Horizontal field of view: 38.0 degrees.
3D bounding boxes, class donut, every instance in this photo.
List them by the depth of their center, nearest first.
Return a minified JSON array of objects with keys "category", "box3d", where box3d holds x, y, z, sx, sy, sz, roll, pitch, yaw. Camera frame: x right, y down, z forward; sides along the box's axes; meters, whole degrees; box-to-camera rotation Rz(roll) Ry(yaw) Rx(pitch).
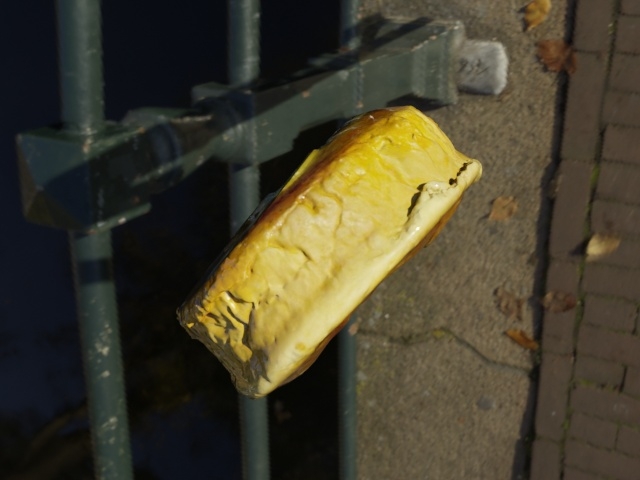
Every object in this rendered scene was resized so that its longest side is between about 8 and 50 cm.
[{"category":"donut","box3d":[0.000,0.000,0.919,0.160,0.330,0.330,45,123,4]}]
